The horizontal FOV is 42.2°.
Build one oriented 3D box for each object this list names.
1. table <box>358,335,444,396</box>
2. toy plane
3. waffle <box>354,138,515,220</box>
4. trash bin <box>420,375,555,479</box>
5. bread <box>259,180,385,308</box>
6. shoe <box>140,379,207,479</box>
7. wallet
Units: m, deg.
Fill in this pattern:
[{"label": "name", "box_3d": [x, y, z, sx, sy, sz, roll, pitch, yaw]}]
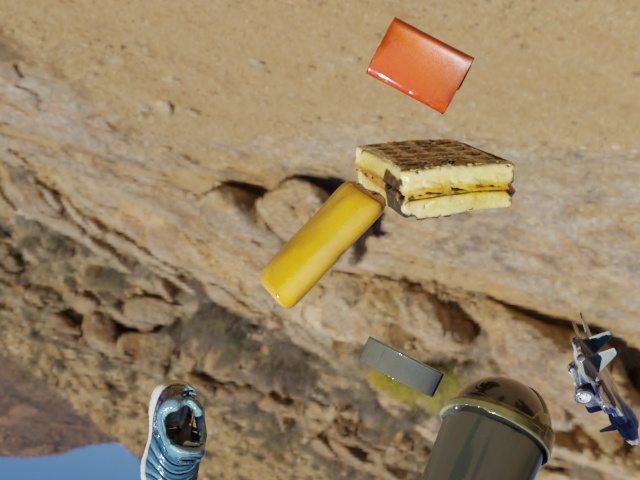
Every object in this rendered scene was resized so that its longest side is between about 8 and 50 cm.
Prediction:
[{"label": "table", "box_3d": [0.128, 0.200, 1.315, 0.134, 0.043, 0.133, 26, 176, 2]}, {"label": "toy plane", "box_3d": [0.491, 0.273, 1.440, 0.088, 0.212, 0.267, -17, 122, 18]}, {"label": "waffle", "box_3d": [0.245, -0.143, 1.826, 0.261, 0.113, 0.376, -4, -165, -12]}, {"label": "trash bin", "box_3d": [0.297, 0.396, 1.512, 0.214, 0.333, 0.214, 26, 154, 14]}, {"label": "bread", "box_3d": [0.000, 0.000, 1.319, 0.074, 0.239, 0.092, 42, -178, -20]}, {"label": "shoe", "box_3d": [-0.224, 0.323, 1.292, 0.092, 0.207, 0.106, 3, 180, -26]}, {"label": "wallet", "box_3d": [0.221, -0.390, 1.850, 0.205, 0.142, 0.045, 29, -170, 6]}]
